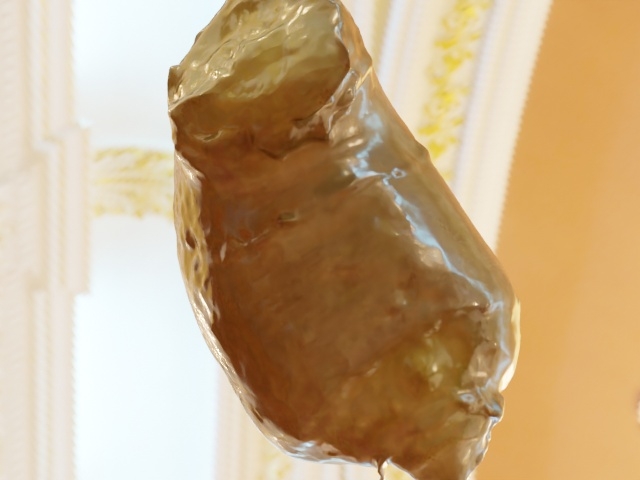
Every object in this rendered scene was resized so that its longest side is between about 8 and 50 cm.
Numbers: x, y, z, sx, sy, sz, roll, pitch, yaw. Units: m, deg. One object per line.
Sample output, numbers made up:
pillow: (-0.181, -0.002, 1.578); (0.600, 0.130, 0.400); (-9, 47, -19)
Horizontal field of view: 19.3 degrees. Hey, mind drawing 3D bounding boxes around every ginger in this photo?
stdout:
ginger: (0.000, 0.000, 0.882); (0.267, 0.138, 0.152); (64, -6, 5)
